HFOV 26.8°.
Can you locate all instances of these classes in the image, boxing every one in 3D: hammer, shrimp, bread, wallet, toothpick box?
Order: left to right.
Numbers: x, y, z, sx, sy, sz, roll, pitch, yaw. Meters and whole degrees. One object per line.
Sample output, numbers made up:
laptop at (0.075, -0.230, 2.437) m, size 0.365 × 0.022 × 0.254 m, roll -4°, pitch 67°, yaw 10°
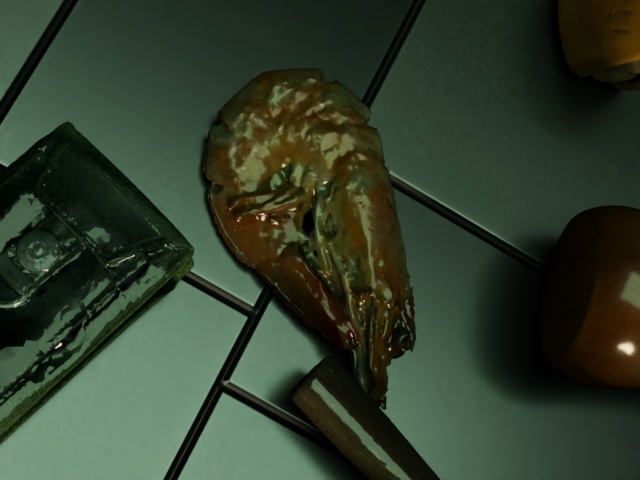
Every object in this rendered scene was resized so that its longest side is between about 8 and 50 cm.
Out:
wallet at (-0.230, 0.035, 1.023) m, size 0.160 × 0.055 × 0.236 m, roll 46°, pitch 70°, yaw 4°
shrimp at (0.000, 0.000, 1.100) m, size 0.154 × 0.062 × 0.294 m, roll -19°, pitch 81°, yaw -8°
hammer at (0.138, 0.266, 1.057) m, size 0.440 × 0.044 × 0.168 m, roll 48°, pitch 39°, yaw 0°
bread at (0.277, -0.192, 1.150) m, size 0.077 × 0.200 × 0.116 m, roll -2°, pitch 91°, yaw -19°
toothpick box at (0.344, 0.069, 1.125) m, size 0.294 × 0.192 × 0.192 m, roll 11°, pitch 75°, yaw -7°
